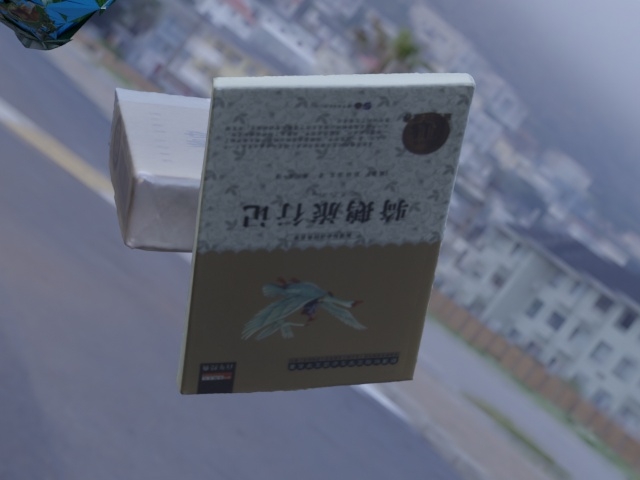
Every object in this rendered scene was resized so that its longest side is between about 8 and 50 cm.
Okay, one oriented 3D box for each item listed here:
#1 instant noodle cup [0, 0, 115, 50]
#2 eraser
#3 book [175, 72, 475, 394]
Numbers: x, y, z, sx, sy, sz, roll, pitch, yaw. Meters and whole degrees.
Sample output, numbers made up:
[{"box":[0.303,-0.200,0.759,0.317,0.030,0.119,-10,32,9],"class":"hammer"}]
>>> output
[{"box":[-0.294,-0.319,1.663,0.178,0.240,0.240,27,7,-40],"class":"instant noodle cup"},{"box":[-0.141,-0.078,1.812,0.144,0.078,0.343,5,19,-13],"class":"eraser"},{"box":[0.000,0.000,1.452,0.217,0.310,0.021,-3,36,-17],"class":"book"}]
